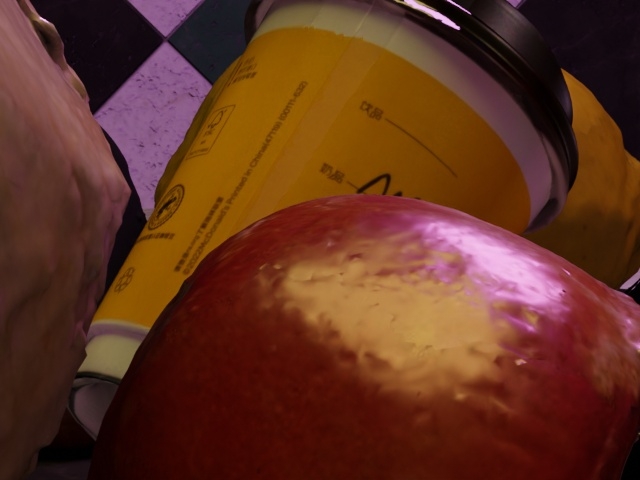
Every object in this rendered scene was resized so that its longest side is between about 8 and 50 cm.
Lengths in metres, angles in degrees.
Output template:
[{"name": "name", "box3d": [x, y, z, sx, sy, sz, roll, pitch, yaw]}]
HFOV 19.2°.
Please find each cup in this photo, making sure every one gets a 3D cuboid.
[{"name": "cup", "box3d": [0.000, 0.000, 0.958, 0.196, 0.280, 0.196, 27, -25, 13]}]

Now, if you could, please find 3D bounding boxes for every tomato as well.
[{"name": "tomato", "box3d": [0.000, 0.068, 0.633, 0.139, 0.200, 0.233, 38, -8, -10]}]

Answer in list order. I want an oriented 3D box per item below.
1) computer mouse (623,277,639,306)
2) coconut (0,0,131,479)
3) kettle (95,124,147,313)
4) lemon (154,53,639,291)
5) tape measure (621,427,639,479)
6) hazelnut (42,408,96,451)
[{"name": "computer mouse", "box3d": [0.295, 0.054, 1.424, 0.146, 0.077, 0.241, 1, 6, 29]}, {"name": "coconut", "box3d": [-0.248, 0.020, 0.568, 0.404, 0.404, 0.404, -1, 6, 0]}, {"name": "kettle", "box3d": [-0.271, 0.014, 1.315, 0.271, 0.207, 0.251, -6, 9, 32]}, {"name": "lemon", "box3d": [0.058, -0.026, 1.285, 0.316, 0.285, 0.285, -26, 5, 4]}, {"name": "tape measure", "box3d": [0.162, 0.096, 0.735, 0.223, 0.135, 0.202, 0, 7, -7]}, {"name": "hazelnut", "box3d": [-0.151, 0.087, 1.136, 0.086, 0.086, 0.086, -1, 6, 0]}]
